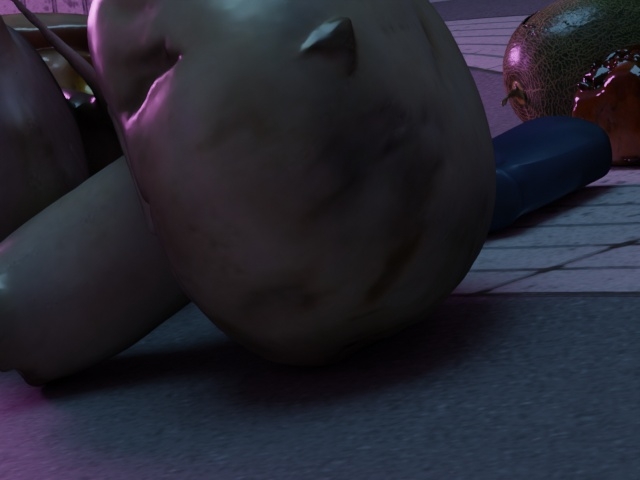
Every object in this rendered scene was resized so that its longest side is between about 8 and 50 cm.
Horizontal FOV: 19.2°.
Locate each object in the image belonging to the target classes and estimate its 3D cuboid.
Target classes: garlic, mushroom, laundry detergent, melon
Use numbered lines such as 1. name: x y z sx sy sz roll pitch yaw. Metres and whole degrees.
1. garlic: -0.198 -0.065 1.359 0.231 0.246 0.340 -11 -22 -24
2. mushroom: -0.067 -0.042 1.164 0.336 0.314 0.314 -30 8 10
3. laundry detergent: 0.145 -0.046 1.457 0.096 0.061 0.206 6 19 32
4. melon: 0.246 -0.159 1.741 0.192 0.139 0.139 -20 13 -19

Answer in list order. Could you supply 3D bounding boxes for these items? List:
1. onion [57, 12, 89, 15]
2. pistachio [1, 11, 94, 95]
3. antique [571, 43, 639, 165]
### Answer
1. onion: -0.314 -0.129 2.050 0.207 0.200 0.200 -41 25 -28
2. pistachio: -0.276 -0.095 1.629 0.309 0.230 0.230 -8 11 22
3. antique: 0.351 -0.144 1.680 0.310 0.093 0.087 -20 14 -38
